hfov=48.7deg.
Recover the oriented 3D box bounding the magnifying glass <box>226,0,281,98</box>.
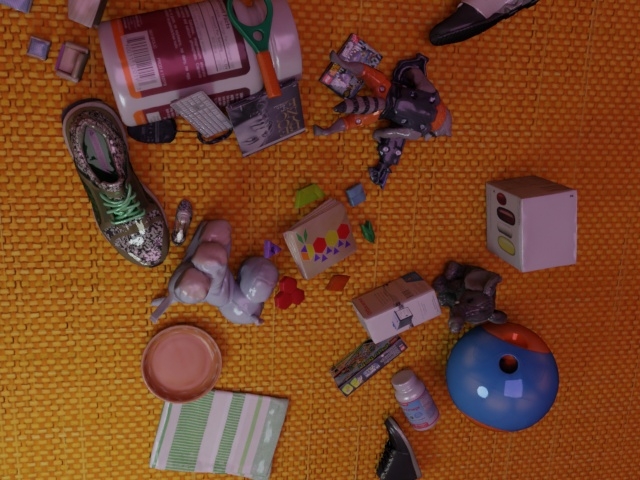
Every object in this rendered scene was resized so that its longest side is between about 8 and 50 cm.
[{"bbox_3d":[-0.123,-0.399,1.413,0.092,0.026,0.230,-18,95,-19],"label":"magnifying glass"}]

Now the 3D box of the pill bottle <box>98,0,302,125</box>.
[{"bbox_3d":[-0.251,-0.393,1.510,0.392,0.224,0.224,-14,108,-10],"label":"pill bottle"}]

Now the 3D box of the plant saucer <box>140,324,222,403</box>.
[{"bbox_3d":[-0.348,0.307,1.771,0.200,0.037,0.199,-1,93,-14],"label":"plant saucer"}]

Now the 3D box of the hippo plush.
[{"bbox_3d":[-0.224,0.117,1.657,0.237,0.234,0.294,30,97,-18],"label":"hippo plush"}]

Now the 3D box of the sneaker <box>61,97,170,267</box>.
[{"bbox_3d":[-0.459,-0.107,1.566,0.158,0.182,0.410,-25,110,-5],"label":"sneaker"}]

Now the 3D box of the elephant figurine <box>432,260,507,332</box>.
[{"bbox_3d":[0.400,0.157,1.807,0.169,0.239,0.186,36,95,-19],"label":"elephant figurine"}]

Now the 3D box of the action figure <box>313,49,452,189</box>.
[{"bbox_3d":[0.157,-0.272,1.661,0.330,0.178,0.341,4,108,-17],"label":"action figure"}]

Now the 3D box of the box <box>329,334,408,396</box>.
[{"bbox_3d":[0.124,0.311,1.856,0.207,0.114,0.036,-39,110,0],"label":"box"}]

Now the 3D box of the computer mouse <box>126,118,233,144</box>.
[{"bbox_3d":[-0.324,-0.258,1.636,0.242,0.041,0.071,0,115,-20],"label":"computer mouse"}]

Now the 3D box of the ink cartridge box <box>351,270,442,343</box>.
[{"bbox_3d":[0.193,0.169,1.817,0.191,0.139,0.082,-25,111,-4],"label":"ink cartridge box"}]

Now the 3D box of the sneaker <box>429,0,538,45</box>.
[{"bbox_3d":[0.386,-0.580,1.674,0.331,0.122,0.146,-28,92,-3],"label":"sneaker"}]

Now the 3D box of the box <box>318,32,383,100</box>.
[{"bbox_3d":[0.072,-0.410,1.684,0.094,0.027,0.137,33,96,-18],"label":"box"}]

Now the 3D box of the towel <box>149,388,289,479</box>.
[{"bbox_3d":[-0.267,0.511,1.864,0.325,0.038,0.247,12,102,-16],"label":"towel"}]

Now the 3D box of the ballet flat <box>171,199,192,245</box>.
[{"bbox_3d":[-0.330,-0.039,1.691,0.041,0.041,0.114,11,102,-16],"label":"ballet flat"}]

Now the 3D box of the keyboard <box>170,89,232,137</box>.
[{"bbox_3d":[-0.248,-0.267,1.514,0.072,0.256,0.014,-16,82,5],"label":"keyboard"}]

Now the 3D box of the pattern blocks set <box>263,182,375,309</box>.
[{"bbox_3d":[0.000,0.000,1.722,0.325,0.026,0.285,-21,109,-33],"label":"pattern blocks set"}]

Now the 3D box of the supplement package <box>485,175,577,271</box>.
[{"bbox_3d":[0.531,-0.047,1.800,0.149,0.203,0.194,-9,107,-11],"label":"supplement package"}]

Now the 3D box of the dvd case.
[{"bbox_3d":[-0.118,-0.272,1.597,0.165,0.221,0.018,-24,71,-5],"label":"dvd case"}]

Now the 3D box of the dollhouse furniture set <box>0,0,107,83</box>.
[{"bbox_3d":[-0.594,-0.504,1.414,0.303,0.198,0.286,19,100,-17],"label":"dollhouse furniture set"}]

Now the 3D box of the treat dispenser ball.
[{"bbox_3d":[0.475,0.357,1.856,0.288,0.288,0.288,-3,106,-12],"label":"treat dispenser ball"}]

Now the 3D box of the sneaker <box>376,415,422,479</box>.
[{"bbox_3d":[0.198,0.601,1.971,0.118,0.083,0.222,-25,111,-5],"label":"sneaker"}]

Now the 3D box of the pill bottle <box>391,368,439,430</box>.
[{"bbox_3d":[0.258,0.435,1.936,0.087,0.087,0.160,-30,109,-3],"label":"pill bottle"}]
